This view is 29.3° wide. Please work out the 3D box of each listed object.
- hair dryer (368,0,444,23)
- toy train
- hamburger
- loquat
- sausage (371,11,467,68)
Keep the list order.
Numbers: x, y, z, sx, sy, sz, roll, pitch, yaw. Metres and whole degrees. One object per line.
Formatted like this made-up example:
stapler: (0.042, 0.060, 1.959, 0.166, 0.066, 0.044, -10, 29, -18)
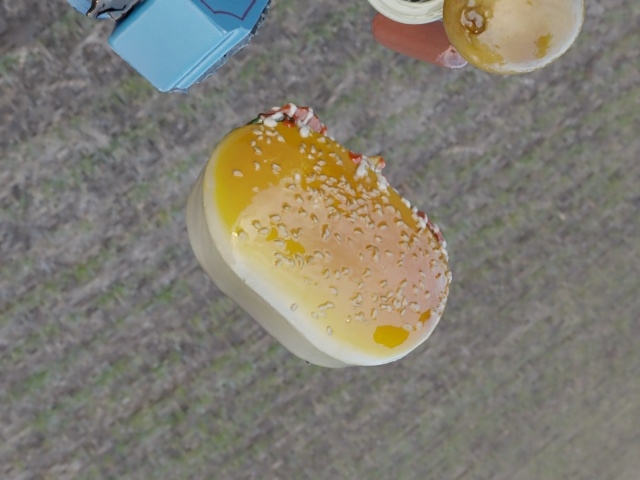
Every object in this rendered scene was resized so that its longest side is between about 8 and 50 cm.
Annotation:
hair dryer: (0.178, -0.388, 1.301, 0.362, 0.128, 0.203, -42, -165, 11)
toy train: (-0.192, -0.360, 1.638, 0.188, 0.265, 0.300, -34, -157, 36)
hamburger: (0.000, 0.000, 1.275, 0.151, 0.295, 0.227, -33, -161, 43)
loquat: (0.189, -0.231, 1.192, 0.141, 0.141, 0.141, -33, 156, -17)
sausage: (0.141, -0.285, 1.717, 0.062, 0.154, 0.062, -37, 140, -40)
